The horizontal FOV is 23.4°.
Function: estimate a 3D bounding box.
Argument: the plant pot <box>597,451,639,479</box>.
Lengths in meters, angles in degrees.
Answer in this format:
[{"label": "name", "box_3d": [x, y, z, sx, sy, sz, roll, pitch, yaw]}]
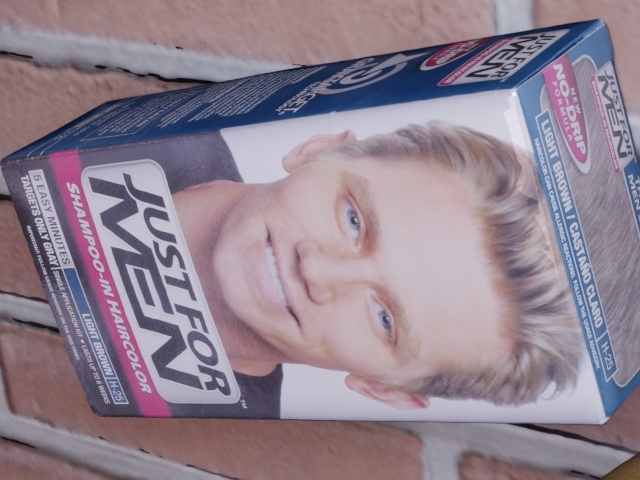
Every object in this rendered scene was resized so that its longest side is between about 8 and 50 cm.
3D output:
[{"label": "plant pot", "box_3d": [0.212, 0.158, 0.663, 0.237, 0.254, 0.237, 17, 122, 28]}]

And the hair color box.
[{"label": "hair color box", "box_3d": [0.000, 0.000, 0.836, 0.347, 0.105, 0.174, -5, 111, 38]}]
